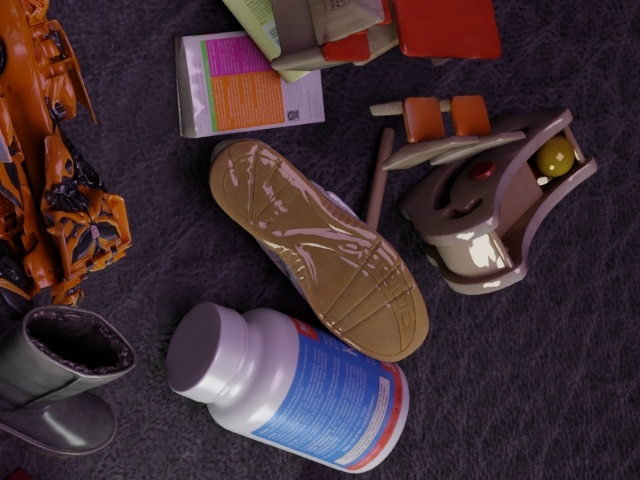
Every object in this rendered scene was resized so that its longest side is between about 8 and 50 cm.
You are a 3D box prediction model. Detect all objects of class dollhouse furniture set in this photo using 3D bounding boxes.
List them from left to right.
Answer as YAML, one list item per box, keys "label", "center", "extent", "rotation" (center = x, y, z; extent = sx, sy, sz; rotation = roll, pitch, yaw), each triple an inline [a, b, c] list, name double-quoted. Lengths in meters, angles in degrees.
- label: "dollhouse furniture set"
  center: [0.081, -0.207, 1.474]
  extent: [0.259, 0.135, 0.262]
  rotation: [-7, 83, -47]

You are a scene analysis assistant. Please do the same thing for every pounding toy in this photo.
- label: "pounding toy"
  center: [0.149, -0.053, 1.612]
  extent: [0.269, 0.154, 0.155]
  rotation: [-41, 117, -19]

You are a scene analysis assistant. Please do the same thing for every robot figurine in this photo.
- label: "robot figurine"
  center: [-0.249, -0.078, 1.362]
  extent: [0.211, 0.085, 0.291]
  rotation: [-38, 112, -60]

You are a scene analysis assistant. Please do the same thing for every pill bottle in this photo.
- label: "pill bottle"
  center: [-0.033, 0.137, 1.557]
  extent: [0.221, 0.124, 0.124]
  rotation: [25, 86, -33]

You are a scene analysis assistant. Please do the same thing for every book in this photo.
- label: "book"
  center: [-0.066, -0.153, 1.538]
  extent: [0.144, 0.035, 0.096]
  rotation: [-9, 100, -29]

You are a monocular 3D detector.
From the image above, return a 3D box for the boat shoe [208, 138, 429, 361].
- label: "boat shoe"
  center: [0.000, 0.000, 1.554]
  extent: [0.098, 0.096, 0.277]
  rotation: [-41, 108, 3]

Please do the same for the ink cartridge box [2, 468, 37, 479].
- label: "ink cartridge box"
  center: [-0.251, 0.308, 1.427]
  extent: [0.127, 0.176, 0.128]
  rotation: [-38, 116, -20]

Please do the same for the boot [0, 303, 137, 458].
- label: "boot"
  center: [-0.216, 0.120, 1.393]
  extent: [0.190, 0.208, 0.076]
  rotation: [17, 57, -34]

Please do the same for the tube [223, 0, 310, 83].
- label: "tube"
  center: [-0.075, -0.258, 1.492]
  extent: [0.240, 0.062, 0.070]
  rotation: [53, 29, -13]
